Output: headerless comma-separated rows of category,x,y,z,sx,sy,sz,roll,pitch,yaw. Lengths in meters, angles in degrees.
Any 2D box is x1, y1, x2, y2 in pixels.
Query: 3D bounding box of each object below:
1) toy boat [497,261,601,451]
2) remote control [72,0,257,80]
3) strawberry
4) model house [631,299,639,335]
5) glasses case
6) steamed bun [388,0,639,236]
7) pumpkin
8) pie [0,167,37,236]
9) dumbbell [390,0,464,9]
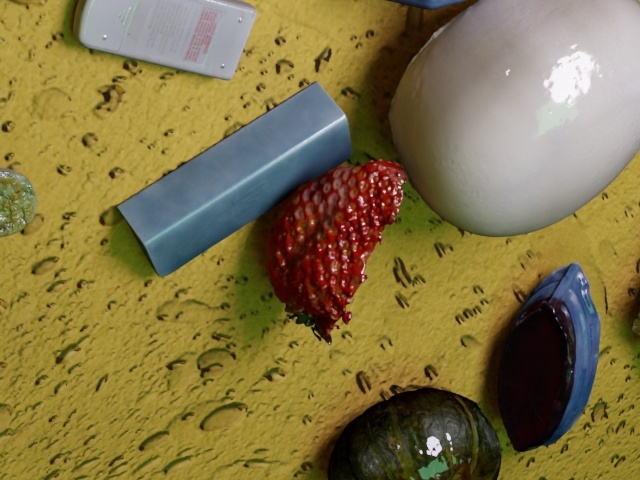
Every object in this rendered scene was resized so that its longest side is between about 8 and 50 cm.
toy boat,0.320,0.167,1.915,0.142,0.129,0.309,-34,138,-49
remote control,-0.159,-0.222,1.417,0.190,0.029,0.087,8,113,-36
strawberry,-0.001,-0.003,1.575,0.107,0.175,0.235,16,106,-15
model house,0.554,0.049,1.946,0.268,0.173,0.239,-44,133,-5
glasses case,-0.085,-0.061,1.549,0.266,0.056,0.105,-33,130,-10
steamed bun,0.244,-0.141,1.549,0.324,0.206,0.324,-30,157,-14
pumpkin,0.124,0.290,1.832,0.238,0.159,0.238,-20,148,-13
pie,-0.332,-0.039,1.429,0.084,0.021,0.084,-13,122,-21
dumbbell,0.111,-0.402,1.403,0.144,0.156,0.316,-1,122,2
